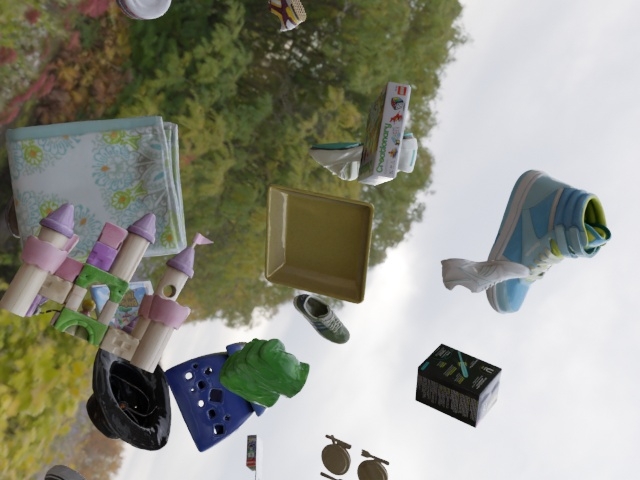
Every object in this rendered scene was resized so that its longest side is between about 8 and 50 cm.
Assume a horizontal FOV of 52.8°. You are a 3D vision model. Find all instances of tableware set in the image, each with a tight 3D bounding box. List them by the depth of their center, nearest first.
[{"bbox_3d":[0.092,0.575,1.648,0.039,0.194,0.128,-17,119,-57],"label":"tableware set"}]

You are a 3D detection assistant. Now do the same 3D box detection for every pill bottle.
[{"bbox_3d":[-0.418,-0.568,1.494,0.108,0.108,0.180,-60,-149,1],"label":"pill bottle"}]

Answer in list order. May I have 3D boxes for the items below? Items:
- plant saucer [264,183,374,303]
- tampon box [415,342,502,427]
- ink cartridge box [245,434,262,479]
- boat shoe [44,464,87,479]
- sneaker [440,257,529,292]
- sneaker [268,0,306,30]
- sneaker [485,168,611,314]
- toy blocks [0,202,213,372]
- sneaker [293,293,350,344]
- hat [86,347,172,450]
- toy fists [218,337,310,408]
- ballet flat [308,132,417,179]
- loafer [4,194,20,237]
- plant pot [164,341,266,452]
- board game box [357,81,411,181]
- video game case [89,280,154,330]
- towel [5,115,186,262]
[{"bbox_3d":[0.000,0.000,1.951,0.081,0.333,0.332,-46,144,-59],"label":"plant saucer"},{"bbox_3d":[0.321,0.337,1.505,0.120,0.161,0.101,-30,130,-44],"label":"tampon box"},{"bbox_3d":[-0.167,0.555,1.623,0.063,0.029,0.115,72,14,-57],"label":"ink cartridge box"},{"bbox_3d":[-0.601,0.651,1.574,0.335,0.121,0.119,5,-138,42],"label":"boat shoe"},{"bbox_3d":[0.288,0.064,1.134,0.054,0.152,0.061,45,46,-76],"label":"sneaker"},{"bbox_3d":[-0.112,-0.645,1.691,0.084,0.185,0.069,-22,-177,30],"label":"sneaker"},{"bbox_3d":[0.465,0.030,1.310,0.208,0.127,0.319,26,-68,45],"label":"sneaker"},{"bbox_3d":[-0.380,0.054,1.160,0.260,0.289,0.309,-67,-163,-14],"label":"toy blocks"},{"bbox_3d":[0.012,0.214,1.756,0.064,0.192,0.086,-51,-174,-22],"label":"sneaker"},{"bbox_3d":[-0.535,0.430,1.723,0.134,0.331,0.331,-32,-158,14],"label":"hat"},{"bbox_3d":[-0.133,0.286,1.413,0.279,0.142,0.096,-41,-156,58],"label":"toy fists"},{"bbox_3d":[0.118,-0.243,1.955,0.400,0.139,0.139,1,-121,42],"label":"ballet flat"},{"bbox_3d":[-0.773,-0.138,1.923,0.366,0.130,0.134,-52,142,-38],"label":"loafer"},{"bbox_3d":[-0.253,0.402,1.738,0.212,0.236,0.236,-26,172,0],"label":"plant pot"},{"bbox_3d":[0.137,-0.228,1.449,0.305,0.053,0.193,-145,-116,-87],"label":"board game box"},{"bbox_3d":[-0.608,0.225,2.039,0.023,0.212,0.193,-35,-111,38],"label":"video game case"},{"bbox_3d":[-0.501,-0.110,1.466,0.090,0.374,0.320,-149,-127,-82],"label":"towel"}]
